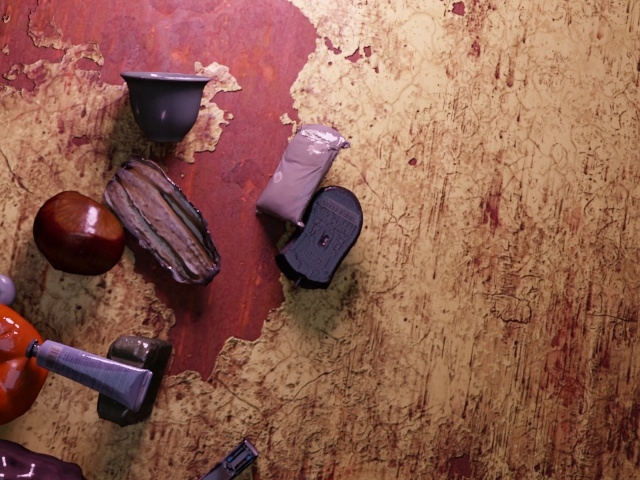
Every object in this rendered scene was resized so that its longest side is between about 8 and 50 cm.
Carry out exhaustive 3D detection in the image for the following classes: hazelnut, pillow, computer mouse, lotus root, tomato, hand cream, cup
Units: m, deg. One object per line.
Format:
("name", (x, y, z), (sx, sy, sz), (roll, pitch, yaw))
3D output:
("hazelnut", (-0.536, -0.019, 1.680), (0.170, 0.160, 0.202), (-37, 57, -23))
("pillow", (-0.047, -0.158, 1.777), (0.169, 0.059, 0.255), (25, 84, 33))
("computer mouse", (0.000, 0.000, 1.803), (0.147, 0.088, 0.264), (33, 79, -5))
("lotus root", (-0.342, -0.041, 1.752), (0.167, 0.078, 0.329), (-35, 96, 12))
("tomato", (-0.699, 0.258, 1.605), (0.260, 0.180, 0.259), (2, 84, -22))
("hand cream", (-0.473, 0.265, 1.549), (0.256, 0.055, 0.088), (21, 82, 1))
("cup", (-0.349, -0.299, 1.723), (0.199, 0.199, 0.150), (1, 105, -11))

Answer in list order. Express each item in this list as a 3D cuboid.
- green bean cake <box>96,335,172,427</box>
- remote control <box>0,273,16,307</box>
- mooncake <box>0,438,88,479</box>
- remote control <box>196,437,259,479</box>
("green bean cake", (-0.406, 0.301, 1.659), (0.094, 0.183, 0.185), (12, 85, 7))
("remote control", (-0.792, 0.128, 1.665), (0.244, 0.047, 0.087), (-9, 92, -10))
("mooncake", (-0.664, 0.510, 1.536), (0.381, 0.350, 0.212), (20, 74, -19))
("remote control", (-0.235, 0.545, 1.760), (0.212, 0.028, 0.059), (-41, 96, -10))
